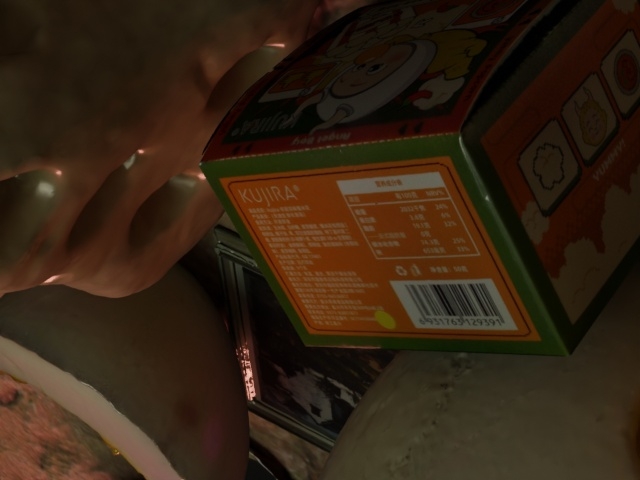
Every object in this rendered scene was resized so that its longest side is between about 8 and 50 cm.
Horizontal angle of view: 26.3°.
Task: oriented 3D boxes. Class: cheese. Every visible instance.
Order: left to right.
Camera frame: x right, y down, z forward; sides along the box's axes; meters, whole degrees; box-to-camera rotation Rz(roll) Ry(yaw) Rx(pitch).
[{"bbox_3d":[-0.155,-0.045,0.845,0.129,0.351,0.328,41,149,15],"label":"cheese"}]

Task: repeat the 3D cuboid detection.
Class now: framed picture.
[{"bbox_3d":[0.035,0.126,1.123,0.296,0.019,0.232,24,141,27],"label":"framed picture"}]

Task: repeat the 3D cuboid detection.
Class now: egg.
[{"bbox_3d":[-0.151,0.096,1.153,0.271,0.162,0.206,31,154,17],"label":"egg"},{"bbox_3d":[0.151,0.116,0.821,0.337,0.201,0.337,2,163,1],"label":"egg"}]

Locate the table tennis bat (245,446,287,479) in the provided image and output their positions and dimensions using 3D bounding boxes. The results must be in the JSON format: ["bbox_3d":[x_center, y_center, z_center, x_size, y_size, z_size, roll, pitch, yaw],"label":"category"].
[{"bbox_3d":[-0.097,0.216,1.352,0.173,0.022,0.301,12,136,39],"label":"table tennis bat"}]

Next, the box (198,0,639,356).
[{"bbox_3d":[0.073,-0.048,0.757,0.195,0.177,0.148,-3,126,47],"label":"box"}]
